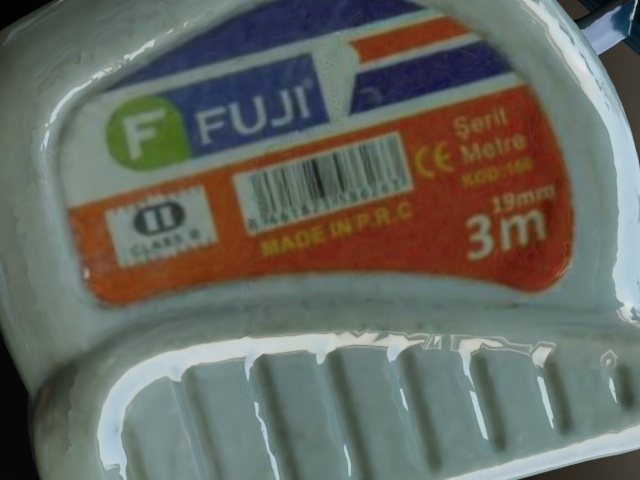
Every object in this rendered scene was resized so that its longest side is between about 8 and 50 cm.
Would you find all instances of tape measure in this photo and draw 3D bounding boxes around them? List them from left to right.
[{"bbox_3d":[0.000,0.001,0.685,0.243,0.125,0.246,-15,-89,-11],"label":"tape measure"}]

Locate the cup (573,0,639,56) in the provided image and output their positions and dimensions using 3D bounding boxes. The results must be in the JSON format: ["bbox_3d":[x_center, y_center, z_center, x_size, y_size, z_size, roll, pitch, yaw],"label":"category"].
[{"bbox_3d":[0.242,-0.295,1.487,0.292,0.308,0.242,49,-50,25],"label":"cup"}]
